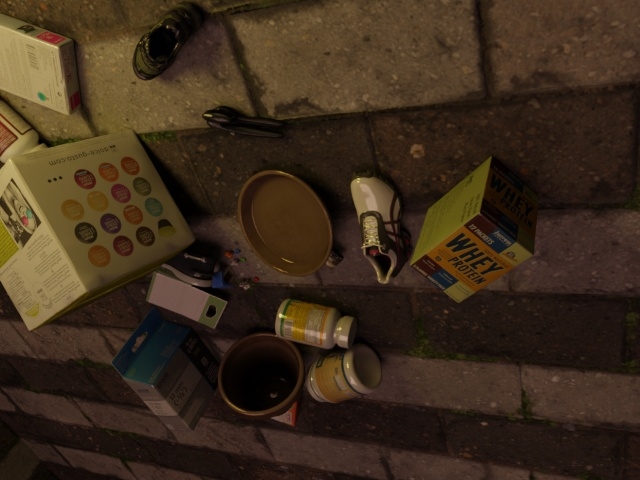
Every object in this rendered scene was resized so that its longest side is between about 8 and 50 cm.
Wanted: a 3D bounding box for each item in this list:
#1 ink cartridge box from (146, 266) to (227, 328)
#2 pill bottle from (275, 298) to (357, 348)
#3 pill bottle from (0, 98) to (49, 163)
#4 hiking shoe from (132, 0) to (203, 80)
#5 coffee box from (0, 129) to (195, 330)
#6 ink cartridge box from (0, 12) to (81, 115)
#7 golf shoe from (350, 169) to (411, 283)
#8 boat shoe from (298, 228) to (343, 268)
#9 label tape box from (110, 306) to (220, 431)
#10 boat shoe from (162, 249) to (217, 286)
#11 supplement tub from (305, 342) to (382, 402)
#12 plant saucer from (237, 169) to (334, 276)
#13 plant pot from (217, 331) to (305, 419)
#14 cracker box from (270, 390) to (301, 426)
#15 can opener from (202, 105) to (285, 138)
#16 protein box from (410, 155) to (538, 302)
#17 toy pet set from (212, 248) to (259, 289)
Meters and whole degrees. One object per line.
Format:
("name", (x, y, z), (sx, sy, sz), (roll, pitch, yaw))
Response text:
("ink cartridge box", (-0.410, 0.169, 1.785), (0.235, 0.056, 0.171), (22, 136, -9))
("pill bottle", (-0.010, 0.236, 1.611), (0.208, 0.117, 0.118), (10, 132, 18))
("pill bottle", (-0.836, -0.282, 1.538), (0.121, 0.121, 0.221), (-27, 114, 39))
("hiking shoe", (-0.344, -0.403, 1.204), (0.086, 0.114, 0.227), (44, 133, -15))
("coffee box", (-0.591, -0.025, 1.437), (0.338, 0.337, 0.334), (-28, 92, 39))
("ink cartridge box", (-0.735, -0.440, 1.392), (0.311, 0.065, 0.186), (20, 135, 5))
("golf shoe", (0.135, -0.030, 1.309), (0.105, 0.120, 0.273), (-7, 124, 32))
("boat shoe", (0.000, 0.000, 1.449), (0.049, 0.056, 0.152), (-37, 101, 15))
("label tape box", (-0.489, 0.423, 1.906), (0.115, 0.249, 0.348), (-7, 126, 30))
("boat shoe", (-0.418, 0.039, 1.650), (0.302, 0.114, 0.091), (20, 97, 20))
("supplement tub", (0.066, 0.393, 1.694), (0.199, 0.144, 0.144), (-29, 112, 40))
("plant saucer", (-0.082, -0.043, 1.406), (0.277, 0.041, 0.278), (15, 121, 27))
("plant pot", (-0.165, 0.445, 1.809), (0.263, 0.263, 0.229), (12, 152, 15))
("cracker box", (-0.183, 0.538, 1.995), (0.232, 0.067, 0.156), (16, 133, 10))
("can opener", (-0.169, -0.257, 1.293), (0.186, 0.073, 0.059), (13, 126, 2))
("protein box", (0.314, -0.021, 1.172), (0.136, 0.200, 0.201), (37, 134, -9))
("toy pet set", (-0.257, 0.097, 1.640), (0.114, 0.065, 0.122), (-12, 123, 33))
